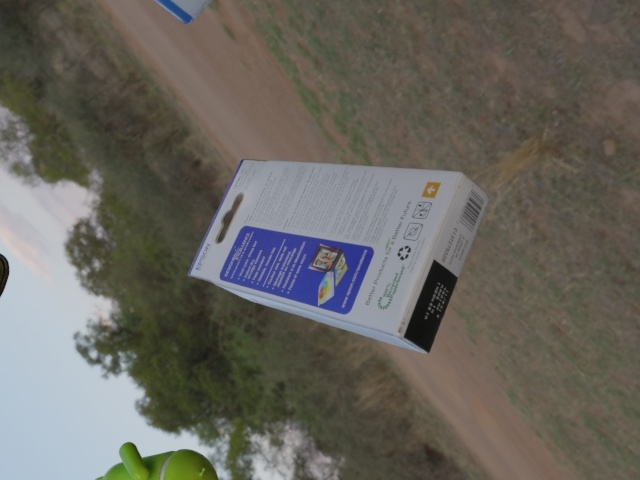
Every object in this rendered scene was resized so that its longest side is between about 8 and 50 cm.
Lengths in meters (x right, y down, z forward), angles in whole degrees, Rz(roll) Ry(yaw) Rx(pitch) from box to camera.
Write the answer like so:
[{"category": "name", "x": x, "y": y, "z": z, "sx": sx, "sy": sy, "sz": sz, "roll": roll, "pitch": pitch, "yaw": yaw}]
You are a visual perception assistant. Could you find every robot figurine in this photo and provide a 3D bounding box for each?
[{"category": "robot figurine", "x": -0.134, "y": 0.210, "z": 0.606, "sx": 0.067, "sy": 0.115, "sz": 0.101, "roll": -87, "pitch": -26, "yaw": -49}]

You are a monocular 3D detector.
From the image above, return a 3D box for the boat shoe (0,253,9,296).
[{"category": "boat shoe", "x": -0.283, "y": 0.070, "z": 0.491, "sx": 0.080, "sy": 0.073, "sz": 0.223, "roll": 60, "pitch": -161, "yaw": -24}]

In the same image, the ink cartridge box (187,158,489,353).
[{"category": "ink cartridge box", "x": 0.000, "y": 0.000, "z": 0.843, "sx": 0.371, "sy": 0.175, "sz": 0.069, "roll": 11, "pitch": 163, "yaw": 46}]

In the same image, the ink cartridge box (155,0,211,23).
[{"category": "ink cartridge box", "x": -0.253, "y": -0.422, "z": 0.677, "sx": 0.395, "sy": 0.166, "sz": 0.285, "roll": 48, "pitch": -169, "yaw": 25}]
